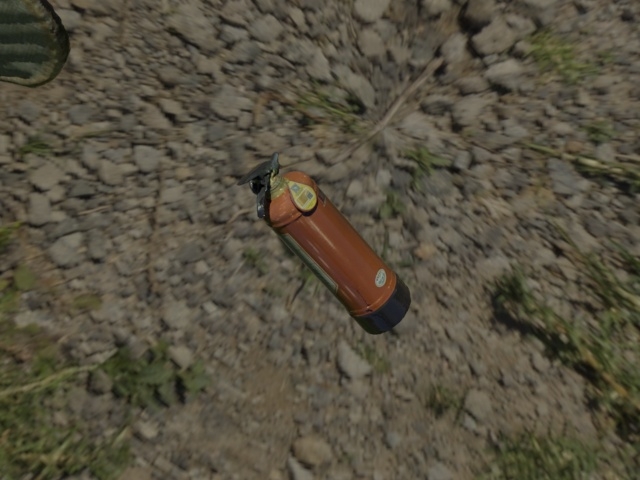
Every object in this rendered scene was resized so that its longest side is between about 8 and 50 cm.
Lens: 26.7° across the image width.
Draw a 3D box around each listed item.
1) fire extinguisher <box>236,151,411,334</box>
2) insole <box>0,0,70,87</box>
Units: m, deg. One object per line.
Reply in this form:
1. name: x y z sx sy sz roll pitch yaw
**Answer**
1. fire extinguisher: 0.000 0.000 0.984 0.050 0.062 0.177 -20 128 33
2. insole: -0.261 -0.102 0.635 0.348 0.119 0.009 4 55 30
